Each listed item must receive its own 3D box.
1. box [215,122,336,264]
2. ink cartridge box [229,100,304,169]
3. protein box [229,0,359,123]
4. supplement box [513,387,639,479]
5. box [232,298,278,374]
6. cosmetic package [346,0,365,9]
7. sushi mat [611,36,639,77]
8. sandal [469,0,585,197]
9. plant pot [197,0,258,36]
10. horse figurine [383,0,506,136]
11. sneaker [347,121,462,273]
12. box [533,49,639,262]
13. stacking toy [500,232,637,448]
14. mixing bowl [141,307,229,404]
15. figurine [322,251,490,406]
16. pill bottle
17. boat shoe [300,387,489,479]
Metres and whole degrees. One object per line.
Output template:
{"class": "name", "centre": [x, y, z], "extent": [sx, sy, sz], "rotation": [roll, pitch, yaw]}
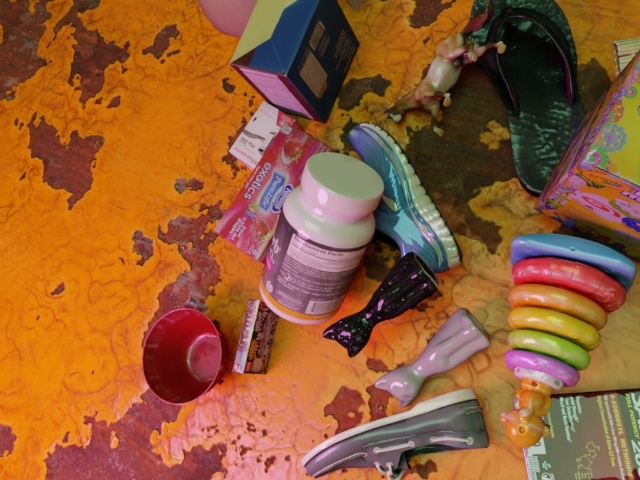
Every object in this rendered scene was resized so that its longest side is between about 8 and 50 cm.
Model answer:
{"class": "box", "centre": [-0.070, -0.081, 1.065], "extent": [0.122, 0.128, 0.257], "rotation": [33, 89, 26]}
{"class": "ink cartridge box", "centre": [-0.116, -0.213, 1.158], "extent": [0.099, 0.056, 0.135], "rotation": [35, 90, 25]}
{"class": "protein box", "centre": [-0.044, -0.381, 1.093], "extent": [0.136, 0.201, 0.200], "rotation": [20, 84, 25]}
{"class": "supplement box", "centre": [0.423, 0.290, 0.799], "extent": [0.239, 0.073, 0.130], "rotation": [-11, 72, 18]}
{"class": "box", "centre": [-0.120, 0.185, 1.034], "extent": [0.027, 0.094, 0.137], "rotation": [8, 80, 24]}
{"class": "cosmetic package", "centre": [0.021, -0.625, 1.190], "extent": [0.060, 0.099, 0.239], "rotation": [-35, 65, 9]}
{"class": "sushi mat", "centre": [0.631, -0.273, 0.846], "extent": [0.316, 0.019, 0.152], "rotation": [-9, 81, 5]}
{"class": "sandal", "centre": [0.380, -0.295, 0.952], "extent": [0.167, 0.107, 0.446], "rotation": [-17, 70, 17]}
{"class": "plant pot", "centre": [-0.193, -0.647, 1.231], "extent": [0.284, 0.191, 0.284], "rotation": [-6, 73, 20]}
{"class": "horse figurine", "centre": [0.234, -0.308, 0.991], "extent": [0.263, 0.066, 0.174], "rotation": [-57, 24, 18]}
{"class": "sneaker", "centre": [0.120, -0.073, 0.987], "extent": [0.147, 0.130, 0.330], "rotation": [-30, 67, 10]}
{"class": "box", "centre": [0.488, -0.077, 0.725], "extent": [0.289, 0.279, 0.177], "rotation": [29, 88, 12]}
{"class": "stacking toy", "centre": [0.337, 0.157, 0.797], "extent": [0.175, 0.166, 0.302], "rotation": [14, 73, 26]}
{"class": "mixing bowl", "centre": [-0.250, 0.230, 1.071], "extent": [0.181, 0.098, 0.182], "rotation": [-6, 75, 21]}
{"class": "figurine", "centre": [0.145, 0.163, 0.906], "extent": [0.209, 0.092, 0.215], "rotation": [-42, 99, 14]}
{"class": "pill bottle", "centre": [0.000, 0.000, 0.930], "extent": [0.162, 0.162, 0.278], "rotation": [41, 130, 26]}
{"class": "boat shoe", "centre": [0.119, 0.342, 0.885], "extent": [0.319, 0.116, 0.099], "rotation": [-24, 65, 9]}
